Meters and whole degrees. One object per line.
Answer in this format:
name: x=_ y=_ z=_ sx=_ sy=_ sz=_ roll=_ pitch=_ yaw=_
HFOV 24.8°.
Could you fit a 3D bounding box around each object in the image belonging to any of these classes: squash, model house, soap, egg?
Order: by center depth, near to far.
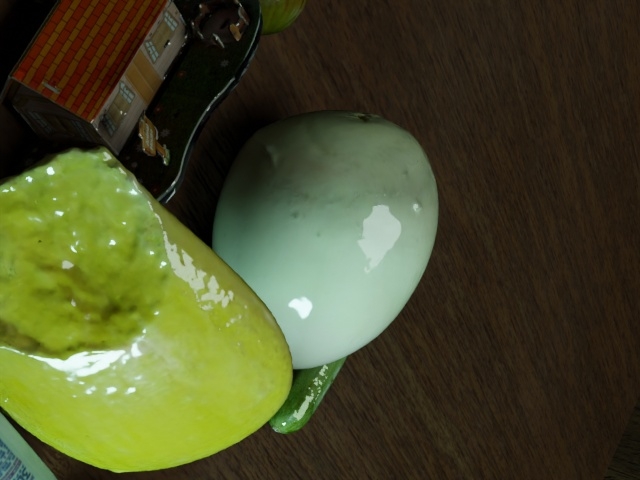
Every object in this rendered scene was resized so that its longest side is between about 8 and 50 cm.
model house: x=-0.211 y=-0.189 z=1.488 sx=0.294 sy=0.207 sz=0.154 roll=-63 pitch=146 yaw=-22
soap: x=-0.216 y=0.102 z=1.496 sx=0.427 sy=0.306 sz=0.115 roll=49 pitch=17 yaw=-37
egg: x=0.000 y=0.000 z=1.854 sx=0.283 sy=0.283 sz=0.345 roll=3 pitch=106 yaw=-59
squash: x=-0.005 y=0.180 z=2.134 sx=0.239 sy=0.069 sz=0.069 roll=-60 pitch=147 yaw=-23

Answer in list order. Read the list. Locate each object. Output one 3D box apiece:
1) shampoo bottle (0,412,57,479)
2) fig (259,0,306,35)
shampoo bottle: x=-0.383 y=0.229 z=1.516 sx=0.134 sy=0.078 sz=0.359 roll=-49 pitch=143 yaw=-20
fig: x=-0.091 y=-0.362 z=1.678 sx=0.151 sy=0.151 sz=0.259 roll=-31 pitch=124 yaw=-51
